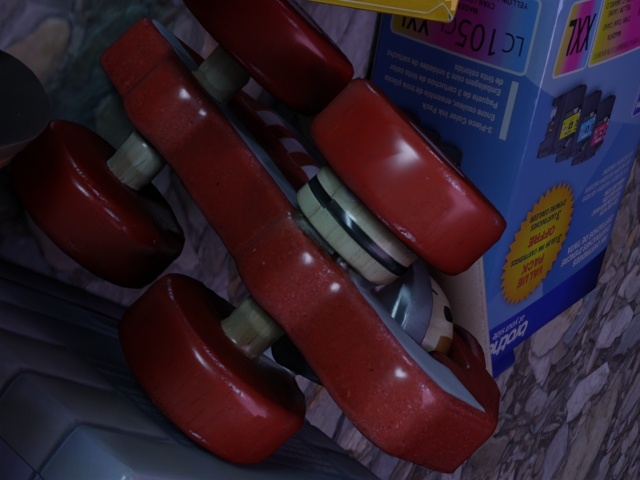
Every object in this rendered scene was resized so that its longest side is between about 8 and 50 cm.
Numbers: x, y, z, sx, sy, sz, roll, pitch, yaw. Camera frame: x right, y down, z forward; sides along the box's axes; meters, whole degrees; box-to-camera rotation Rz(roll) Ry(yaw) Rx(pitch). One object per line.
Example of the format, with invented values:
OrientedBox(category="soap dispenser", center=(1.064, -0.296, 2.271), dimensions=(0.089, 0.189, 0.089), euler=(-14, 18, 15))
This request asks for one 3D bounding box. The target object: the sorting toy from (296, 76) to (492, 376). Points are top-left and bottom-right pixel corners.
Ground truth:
OrientedBox(category="sorting toy", center=(0.052, -0.018, 0.768), dimensions=(0.038, 0.208, 0.193), euler=(-29, 141, -12))

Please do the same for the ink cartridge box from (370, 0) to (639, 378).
OrientedBox(category="ink cartridge box", center=(0.157, -0.059, 0.968), dimensions=(0.270, 0.151, 0.396), euler=(-25, 135, -48))

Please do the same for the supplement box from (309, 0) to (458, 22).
OrientedBox(category="supplement box", center=(-0.004, -0.220, 0.495), dimensions=(0.129, 0.194, 0.191), euler=(6, 115, -13))

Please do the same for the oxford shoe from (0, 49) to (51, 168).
OrientedBox(category="oxford shoe", center=(-0.219, -0.035, 0.466), dimensions=(0.212, 0.076, 0.076), euler=(-7, 157, -46))

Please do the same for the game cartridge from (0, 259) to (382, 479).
OrientedBox(category="game cartridge", center=(-0.087, 0.103, 0.616), dimensions=(0.068, 0.230, 0.355), euler=(-52, 151, 3))

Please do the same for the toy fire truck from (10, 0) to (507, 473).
OrientedBox(category="toy fire truck", center=(0.000, 0.000, 0.618), dimensions=(0.169, 0.302, 0.254), euler=(-45, 148, 10))
